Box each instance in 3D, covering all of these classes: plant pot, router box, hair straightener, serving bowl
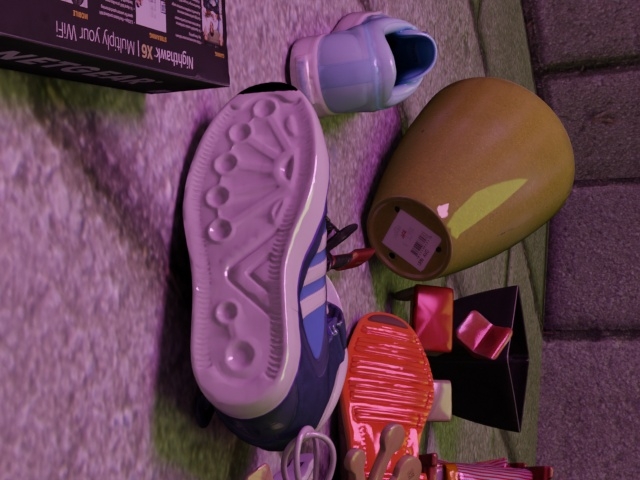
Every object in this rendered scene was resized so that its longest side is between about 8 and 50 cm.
[{"bbox_3d":[0.270,0.208,1.686,0.187,0.167,0.188,-68,148,-48],"label":"plant pot"},{"bbox_3d":[-0.165,-0.235,0.647,0.309,0.081,0.243,-7,95,-70],"label":"router box"},{"bbox_3d":[0.000,0.000,1.147,0.089,0.047,0.230,55,21,8],"label":"hair straightener"},{"bbox_3d":[0.200,-0.068,1.433,0.293,0.274,0.275,-41,128,-47],"label":"plant pot"},{"bbox_3d":[-0.005,0.071,1.125,0.083,0.027,0.083,52,22,-31],"label":"serving bowl"}]

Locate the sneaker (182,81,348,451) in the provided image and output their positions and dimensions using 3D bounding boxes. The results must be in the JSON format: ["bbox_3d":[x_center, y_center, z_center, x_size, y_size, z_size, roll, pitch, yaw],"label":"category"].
[{"bbox_3d":[-0.042,0.040,0.928,0.236,0.130,0.323,63,27,-65],"label":"sneaker"}]

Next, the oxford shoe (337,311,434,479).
[{"bbox_3d":[0.068,0.260,1.251,0.133,0.130,0.364,115,-15,-49],"label":"oxford shoe"}]

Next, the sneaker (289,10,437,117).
[{"bbox_3d":[0.088,-0.229,1.245,0.366,0.150,0.135,-49,135,-62],"label":"sneaker"}]

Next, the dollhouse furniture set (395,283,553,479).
[{"bbox_3d":[0.225,0.258,1.439,0.152,0.201,0.374,149,-54,-69],"label":"dollhouse furniture set"}]

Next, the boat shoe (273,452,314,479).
[{"bbox_3d":[-0.026,0.268,1.059,0.100,0.035,0.035,-28,112,-75],"label":"boat shoe"}]

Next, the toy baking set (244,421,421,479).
[{"bbox_3d":[0.009,0.265,0.885,0.256,0.030,0.197,7,93,-46],"label":"toy baking set"}]
